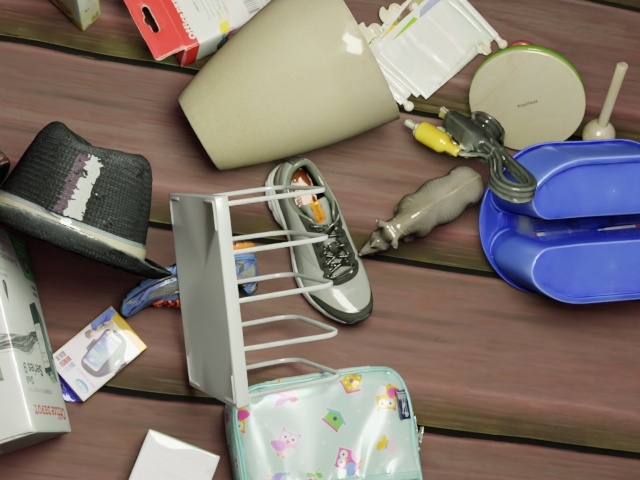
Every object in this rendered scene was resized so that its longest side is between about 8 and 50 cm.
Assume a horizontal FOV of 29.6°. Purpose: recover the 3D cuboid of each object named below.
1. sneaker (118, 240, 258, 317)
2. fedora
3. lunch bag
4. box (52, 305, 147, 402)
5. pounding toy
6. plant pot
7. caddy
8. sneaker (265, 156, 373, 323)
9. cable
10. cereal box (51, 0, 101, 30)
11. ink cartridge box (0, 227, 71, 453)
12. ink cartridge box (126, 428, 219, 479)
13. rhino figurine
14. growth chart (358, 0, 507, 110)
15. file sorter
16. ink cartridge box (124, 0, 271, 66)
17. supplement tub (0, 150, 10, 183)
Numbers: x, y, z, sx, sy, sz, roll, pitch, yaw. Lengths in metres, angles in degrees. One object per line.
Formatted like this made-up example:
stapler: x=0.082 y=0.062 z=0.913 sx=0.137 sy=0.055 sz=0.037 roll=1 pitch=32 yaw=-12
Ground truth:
sneaker: x=-0.187 y=0.071 z=1.768 sx=0.221 sy=0.083 sz=0.087 roll=-20 pitch=87 yaw=-13
fedora: x=-0.318 y=-0.063 z=1.628 sx=0.334 sy=0.334 sz=0.153 roll=22 pitch=88 yaw=-6
lunch bag: x=0.011 y=0.302 z=1.738 sx=0.279 sy=0.108 sz=0.224 roll=-6 pitch=78 yaw=-13
box: x=-0.326 y=0.168 z=1.741 sx=0.136 sy=0.028 sz=0.081 roll=-41 pitch=88 yaw=-19
pounding toy: x=0.360 y=-0.244 z=1.929 sx=0.236 sy=0.183 sz=0.110 roll=9 pitch=39 yaw=10
plant pot: x=-0.063 y=-0.225 z=1.794 sx=0.274 sy=0.256 sz=0.257 roll=-30 pitch=84 yaw=-1
caddy: x=0.417 y=-0.032 z=1.872 sx=0.341 sy=0.179 sz=0.241 roll=-3 pitch=100 yaw=-13
sneaker: x=0.000 y=0.000 z=1.809 sx=0.100 sy=0.108 sz=0.272 roll=-25 pitch=84 yaw=-18
cable: x=0.251 y=-0.122 z=1.830 sx=0.139 sy=0.072 sz=0.287 roll=-2 pitch=34 yaw=-30
cereal box: x=-0.396 y=-0.412 z=1.751 sx=0.173 sy=0.240 sz=0.047 roll=45 pitch=77 yaw=0
ink cartridge box: x=-0.442 y=0.137 z=1.619 sx=0.121 sy=0.211 sz=0.289 roll=-16 pitch=81 yaw=-1
ink cartridge box: x=-0.230 y=0.381 z=1.692 sx=0.109 sy=0.062 sz=0.209 roll=23 pitch=74 yaw=-6
rhino figurine: x=0.149 y=-0.040 z=1.839 sx=0.243 sy=0.106 sz=0.073 roll=-31 pitch=89 yaw=-23
growth chart: x=0.168 y=-0.322 z=1.965 sx=0.237 sy=0.021 sz=0.172 roll=-37 pitch=86 yaw=-17
file sorter: x=-0.086 y=0.066 z=1.674 sx=0.173 sy=0.193 sz=0.278 roll=-8 pitch=97 yaw=-24
ink cartridge box: x=-0.182 y=-0.362 z=1.870 sx=0.231 sy=0.078 sz=0.134 roll=-26 pitch=83 yaw=-16
supplement tub: x=-0.546 y=-0.141 z=1.728 sx=0.198 sy=0.106 sz=0.106 roll=43 pitch=72 yaw=1
